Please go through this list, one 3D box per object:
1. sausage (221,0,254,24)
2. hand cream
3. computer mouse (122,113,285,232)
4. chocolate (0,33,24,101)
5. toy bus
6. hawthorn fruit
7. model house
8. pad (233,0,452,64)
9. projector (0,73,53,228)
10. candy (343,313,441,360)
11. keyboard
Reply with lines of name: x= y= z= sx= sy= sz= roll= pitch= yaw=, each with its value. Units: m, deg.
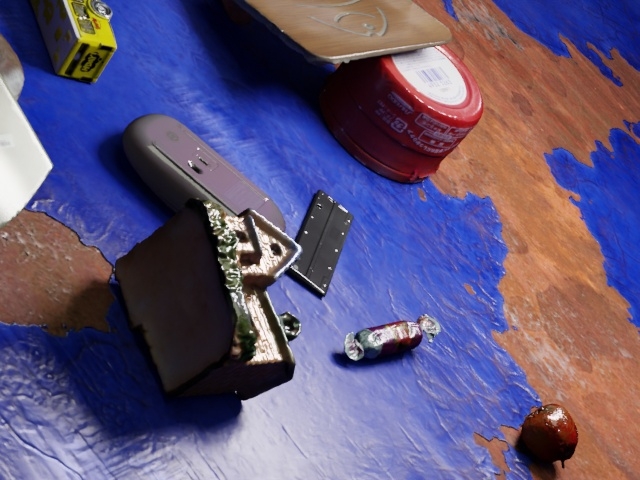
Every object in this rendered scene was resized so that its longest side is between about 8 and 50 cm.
sausage: x=-0.132 y=-0.398 z=1.997 sx=0.062 sy=0.062 sz=0.154 roll=14 pitch=42 yaw=-36
hand cream: x=0.125 y=-0.212 z=1.972 sx=0.230 sy=0.149 sz=0.230 roll=27 pitch=38 yaw=-23
computer mouse: x=-0.146 y=-0.067 z=1.599 sx=0.232 sy=0.057 sz=0.120 roll=40 pitch=32 yaw=2
chocolate: x=-0.423 y=-0.187 z=1.427 sx=0.157 sy=0.080 sz=0.254 roll=41 pitch=33 yaw=-2
toy bus: x=-0.328 y=-0.307 z=1.677 sx=0.074 sy=0.081 sz=0.226 roll=3 pitch=52 yaw=-38
hawthorn fruit: x=0.298 y=0.250 z=1.679 sx=0.077 sy=0.077 sz=0.077 roll=27 pitch=35 yaw=-21
model house: x=-0.094 y=0.069 z=1.406 sx=0.172 sy=0.166 sz=0.183 roll=6 pitch=58 yaw=-47
pad: x=0.018 y=-0.348 z=1.924 sx=0.286 sy=0.018 sz=0.284 roll=-16 pitch=45 yaw=-37
projector: x=-0.393 y=-0.058 z=1.260 sx=0.269 sy=0.088 sz=0.194 roll=-38 pitch=102 yaw=-47
candy: x=0.087 y=0.123 z=1.635 sx=0.175 sy=0.043 sz=0.045 roll=-7 pitch=53 yaw=-45
keyboard: x=0.000 y=0.000 z=1.716 sx=0.067 sy=0.011 sz=0.202 roll=37 pitch=33 yaw=-10
